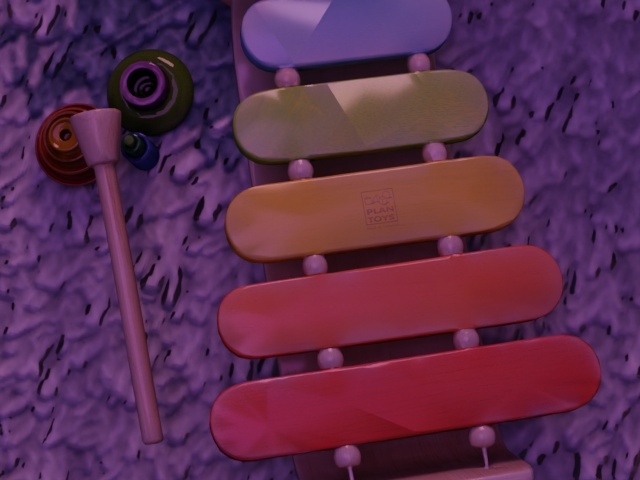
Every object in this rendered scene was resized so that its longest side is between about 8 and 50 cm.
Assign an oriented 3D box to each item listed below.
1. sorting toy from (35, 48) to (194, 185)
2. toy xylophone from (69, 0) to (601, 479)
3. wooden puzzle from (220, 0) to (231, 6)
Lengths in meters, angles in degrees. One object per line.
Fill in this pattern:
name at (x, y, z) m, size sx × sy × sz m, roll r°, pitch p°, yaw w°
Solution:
sorting toy at (-0.117, -0.069, 1.060) m, size 0.102 × 0.042 × 0.061 m, roll -40°, pitch 78°, yaw -1°
toy xylophone at (0.000, 0.000, 0.993) m, size 0.236 × 0.081 × 0.323 m, roll -15°, pitch 81°, yaw -10°
wooden puzzle at (-0.098, -0.279, 1.060) m, size 0.238 × 0.044 × 0.221 m, roll 30°, pitch 114°, yaw 13°
